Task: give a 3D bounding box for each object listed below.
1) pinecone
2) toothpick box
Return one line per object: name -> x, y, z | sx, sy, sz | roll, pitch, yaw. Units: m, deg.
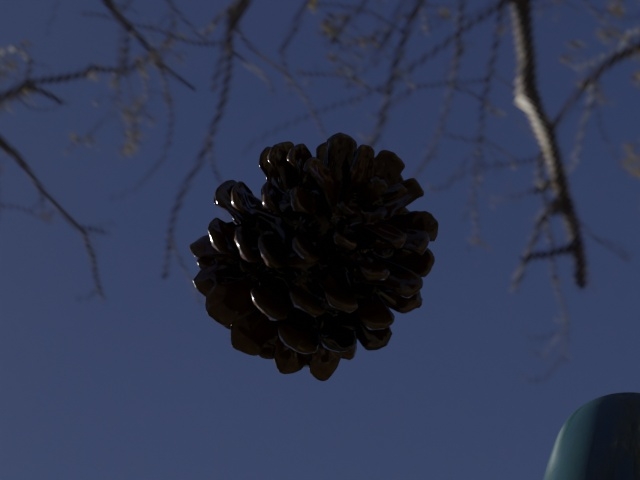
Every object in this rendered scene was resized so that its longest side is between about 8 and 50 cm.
pinecone -> 0.008, 0.006, 1.825 | 0.264, 0.264, 0.264 | -19, -53, -27
toothpick box -> 0.184, 0.178, 1.034 | 0.120, 0.184, 0.120 | 6, -57, 9
